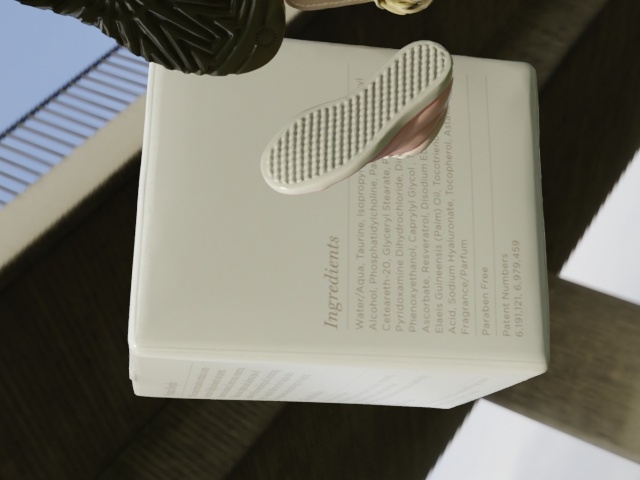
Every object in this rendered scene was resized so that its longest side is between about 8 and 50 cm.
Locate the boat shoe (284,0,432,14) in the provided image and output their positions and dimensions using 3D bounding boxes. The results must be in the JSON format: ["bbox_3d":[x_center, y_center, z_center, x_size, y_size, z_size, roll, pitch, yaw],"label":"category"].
[{"bbox_3d":[0.078,-0.279,0.949,0.109,0.302,0.098,35,-128,-50],"label":"boat shoe"}]

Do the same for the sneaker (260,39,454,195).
[{"bbox_3d":[0.028,-0.062,0.600,0.134,0.051,0.070,-36,-22,-7],"label":"sneaker"}]

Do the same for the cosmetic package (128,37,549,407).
[{"bbox_3d":[0.000,0.000,1.052,0.329,0.394,0.327,125,147,-71],"label":"cosmetic package"}]

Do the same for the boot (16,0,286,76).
[{"bbox_3d":[-0.137,-0.242,0.691,0.089,0.236,0.269,-59,21,33],"label":"boot"}]
